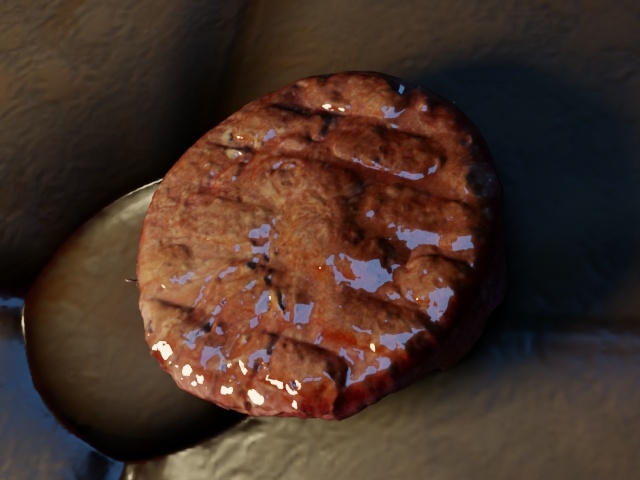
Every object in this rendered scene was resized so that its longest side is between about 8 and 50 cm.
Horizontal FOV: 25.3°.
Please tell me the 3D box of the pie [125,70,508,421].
[{"bbox_3d":[0.000,0.000,0.655,0.182,0.049,0.182,-9,57,13],"label":"pie"}]
